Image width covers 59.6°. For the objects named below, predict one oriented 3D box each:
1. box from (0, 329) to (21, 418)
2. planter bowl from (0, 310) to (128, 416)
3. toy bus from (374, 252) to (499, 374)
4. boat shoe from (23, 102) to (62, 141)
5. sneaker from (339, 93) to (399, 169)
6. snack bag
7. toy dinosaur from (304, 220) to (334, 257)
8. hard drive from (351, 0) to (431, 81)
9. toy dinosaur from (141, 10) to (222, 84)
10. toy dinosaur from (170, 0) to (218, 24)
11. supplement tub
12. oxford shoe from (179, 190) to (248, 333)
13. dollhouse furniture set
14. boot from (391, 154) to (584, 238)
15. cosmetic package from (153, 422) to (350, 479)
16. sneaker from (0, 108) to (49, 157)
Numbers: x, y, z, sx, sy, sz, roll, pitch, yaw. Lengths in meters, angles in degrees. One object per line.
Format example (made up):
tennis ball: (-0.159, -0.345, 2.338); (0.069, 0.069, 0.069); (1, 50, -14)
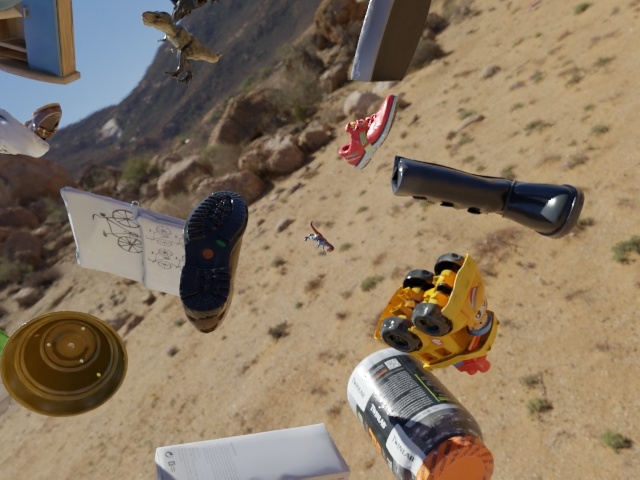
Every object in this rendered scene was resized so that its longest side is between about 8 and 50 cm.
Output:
box: (-0.777, 0.285, 1.182); (0.231, 0.262, 0.127); (-28, 50, -11)
planter bowl: (-0.482, 0.218, 1.070); (0.217, 0.217, 0.090); (-40, 24, -2)
toy bus: (0.238, 0.153, 0.999); (0.149, 0.211, 0.220); (-55, 8, -35)
boat shoe: (-0.767, -0.319, 1.559); (0.073, 0.073, 0.207); (-22, 4, -41)
sneaker: (0.136, -0.324, 1.653); (0.279, 0.118, 0.107); (-55, 7, 44)
snack bag: (-0.376, 0.024, 1.195); (0.323, 0.342, 0.037); (115, 170, -56)
toy dinosaur: (0.000, 0.000, 1.430); (0.082, 0.090, 0.047); (9, 8, 26)
hard drive: (0.167, -0.477, 1.254); (0.172, 0.054, 0.255); (-16, -47, -44)
toy dinosaur: (-0.304, -0.417, 1.263); (0.268, 0.064, 0.118); (8, -78, -68)
toy dinosaur: (-0.250, -0.511, 0.959); (0.164, 0.218, 0.322); (-40, 22, -21)
supplement tub: (0.211, 0.402, 1.225); (0.207, 0.207, 0.338); (-40, 29, -2)
oxford shoe: (-0.150, 0.025, 0.775); (0.096, 0.082, 0.227); (100, 178, -50)
dollhouse furniture set: (-0.518, -0.302, 0.746); (0.303, 0.286, 0.198); (-65, -11, -57)
boot: (0.425, -0.137, 1.524); (0.367, 0.444, 0.146); (-122, 49, -86)
cosmetic package: (-0.151, 0.539, 1.181); (0.384, 0.217, 0.156); (0, 25, -23)
sneaker: (-0.652, -0.213, 1.137); (0.095, 0.235, 0.090); (-55, -23, -16)
